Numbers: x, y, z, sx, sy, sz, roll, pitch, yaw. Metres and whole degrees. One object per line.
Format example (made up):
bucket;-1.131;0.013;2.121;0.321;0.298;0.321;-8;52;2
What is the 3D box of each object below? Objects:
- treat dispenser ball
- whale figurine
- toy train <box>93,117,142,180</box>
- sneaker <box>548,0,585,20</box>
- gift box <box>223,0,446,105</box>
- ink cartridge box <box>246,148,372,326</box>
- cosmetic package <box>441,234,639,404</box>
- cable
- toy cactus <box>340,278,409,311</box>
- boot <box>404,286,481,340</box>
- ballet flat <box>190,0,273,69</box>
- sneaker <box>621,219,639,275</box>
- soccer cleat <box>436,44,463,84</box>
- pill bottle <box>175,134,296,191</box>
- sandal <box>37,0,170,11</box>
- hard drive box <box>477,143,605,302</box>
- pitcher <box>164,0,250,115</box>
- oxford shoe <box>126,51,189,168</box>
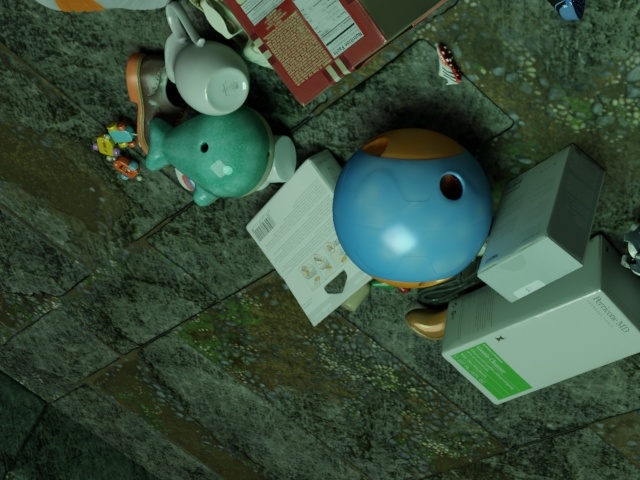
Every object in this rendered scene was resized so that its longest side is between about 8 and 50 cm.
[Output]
treat dispenser ball;0.164;-0.058;2.016;0.288;0.288;0.288;15;141;12
whale figurine;-0.223;-0.172;2.088;0.272;0.216;0.141;9;-176;25
toy train;-0.406;-0.197;2.358;0.125;0.046;0.166;31;145;-11
sneaker;0.323;-0.427;1.676;0.090;0.081;0.232;-5;127;36
gift box;0.034;-0.407;1.715;0.255;0.258;0.276;-24;102;46
ink cartridge box;0.000;0.000;2.264;0.261;0.066;0.296;55;141;7
cosmetic package;0.441;0.160;2.190;0.365;0.155;0.197;-28;122;36
cable;0.297;0.056;2.223;0.139;0.072;0.287;6;160;-19
toy cactus;0.092;0.061;2.297;0.219;0.181;0.112;30;162;0
boot;0.285;0.148;2.375;0.197;0.073;0.152;12;142;0
ballet flat;-0.134;-0.367;1.981;0.248;0.086;0.086;43;139;-22
sneaker;0.626;0.006;2.001;0.153;0.094;0.235;21;153;-9
soccer cleat;0.213;-0.298;1.920;0.035;0.029;0.083;-12;134;32
pill bottle;-0.165;-0.157;2.209;0.221;0.124;0.124;2;137;27
sandal;-0.397;-0.466;2.022;0.265;0.076;0.102;2;156;-5
hard drive box;0.388;-0.031;1.975;0.089;0.232;0.181;37;141;-16
pitcher;-0.215;-0.324;2.004;0.207;0.125;0.178;43;156;50
oxford shoe;-0.305;-0.245;2.208;0.098;0.097;0.271;5;139;14
